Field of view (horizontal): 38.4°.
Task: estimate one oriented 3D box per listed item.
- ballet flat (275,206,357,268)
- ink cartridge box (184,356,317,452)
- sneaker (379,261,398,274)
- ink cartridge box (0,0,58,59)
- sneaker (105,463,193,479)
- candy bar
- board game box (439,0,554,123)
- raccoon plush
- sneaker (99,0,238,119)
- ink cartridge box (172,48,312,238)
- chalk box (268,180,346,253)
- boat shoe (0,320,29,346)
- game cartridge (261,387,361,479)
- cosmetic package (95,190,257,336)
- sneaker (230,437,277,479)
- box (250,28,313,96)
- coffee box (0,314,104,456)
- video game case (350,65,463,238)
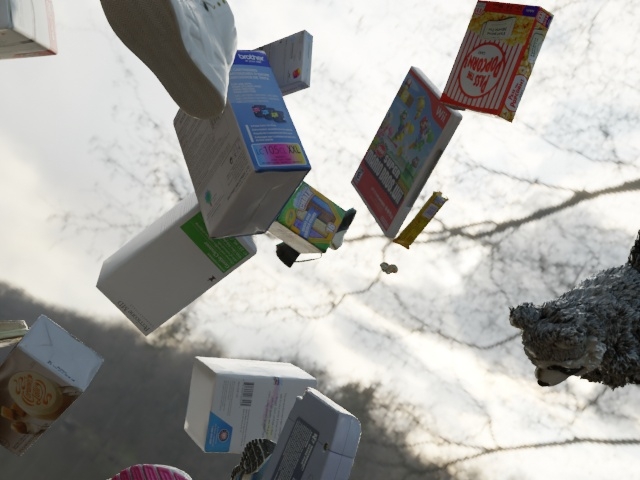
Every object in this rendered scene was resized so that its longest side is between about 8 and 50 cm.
[{"bbox_3d":[0.000,0.000,2.749,0.096,0.281,0.095,63,-9,2],"label":"ballet flat"},{"bbox_3d":[-0.177,0.416,2.321,0.270,0.198,0.197,8,2,-24],"label":"ink cartridge box"},{"bbox_3d":[0.223,0.094,2.939,0.083,0.032,0.036,25,-41,54],"label":"sneaker"},{"bbox_3d":[-0.614,-0.403,1.665,0.197,0.114,0.273,-5,3,0],"label":"ink cartridge box"},{"bbox_3d":[-0.304,0.418,1.490,0.252,0.102,0.111,-15,-12,21],"label":"sneaker"},{"bbox_3d":[0.203,-0.040,1.863,0.040,0.018,0.161,30,-55,-8],"label":"candy bar"},{"bbox_3d":[0.299,-0.309,1.577,0.045,0.193,0.147,17,5,-39],"label":"board game box"},{"bbox_3d":[0.531,0.088,1.805,0.216,0.446,0.299,-2,-26,45],"label":"raccoon plush"},{"bbox_3d":[-0.216,-0.336,1.345,0.108,0.169,0.292,-8,-42,21],"label":"sneaker"},{"bbox_3d":[-0.194,-0.242,2.062,0.270,0.151,0.395,-50,-126,46],"label":"ink cartridge box"},{"bbox_3d":[-0.069,-0.073,2.354,0.213,0.132,0.132,36,-18,-26],"label":"chalk box"},{"bbox_3d":[-0.732,0.163,1.823,0.303,0.098,0.109,-1,-15,-4],"label":"boat shoe"},{"bbox_3d":[-0.034,0.405,1.510,0.062,0.297,0.198,25,-3,-28],"label":"game cartridge"},{"bbox_3d":[-0.357,0.044,2.299,0.197,0.366,0.155,48,11,-21],"label":"cosmetic package"},{"bbox_3d":[-0.117,0.438,1.795,0.073,0.063,0.162,8,-45,-28],"label":"sneaker"},{"bbox_3d":[-0.104,-0.407,2.186,0.186,0.145,0.038,-14,-28,35],"label":"box"},{"bbox_3d":[-0.522,0.264,1.656,0.141,0.098,0.246,40,-58,-13],"label":"coffee box"},{"bbox_3d":[0.162,-0.175,1.815,0.025,0.285,0.204,11,31,-30],"label":"video game case"}]
